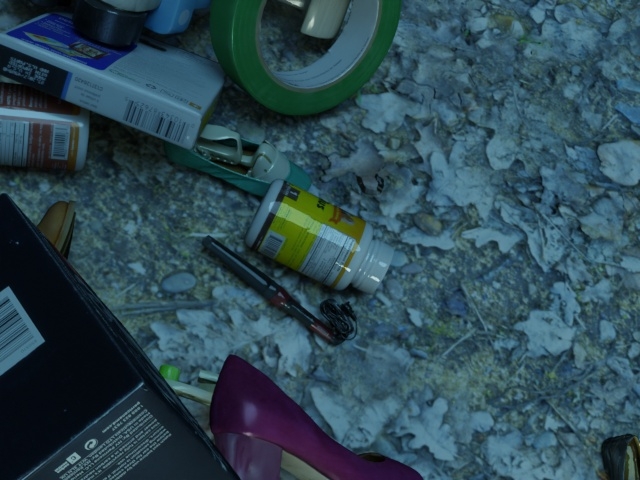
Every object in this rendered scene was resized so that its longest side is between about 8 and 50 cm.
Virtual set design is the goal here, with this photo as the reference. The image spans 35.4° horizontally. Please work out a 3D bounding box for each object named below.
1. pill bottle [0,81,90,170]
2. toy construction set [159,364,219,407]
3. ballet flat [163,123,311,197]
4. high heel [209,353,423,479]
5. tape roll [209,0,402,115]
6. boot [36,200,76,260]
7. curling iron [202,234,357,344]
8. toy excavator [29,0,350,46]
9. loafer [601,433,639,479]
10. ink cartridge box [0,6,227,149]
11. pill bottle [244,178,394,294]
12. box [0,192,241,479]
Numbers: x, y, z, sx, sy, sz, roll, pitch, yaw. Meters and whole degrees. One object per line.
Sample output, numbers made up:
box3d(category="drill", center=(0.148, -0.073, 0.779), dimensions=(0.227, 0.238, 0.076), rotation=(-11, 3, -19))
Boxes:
box3d(category="pill bottle", center=(-0.451, -0.169, 1.462), dimensions=(0.216, 0.121, 0.121), rotation=(4, 64, -17))
box3d(category="toy construction set", center=(-0.190, 0.290, 1.314), dimensions=(0.215, 0.151, 0.328), rotation=(9, 52, 13))
box3d(category="ballet flat", center=(-0.124, -0.129, 1.574), dimensions=(0.247, 0.087, 0.083), rotation=(17, 60, -11))
box3d(category="high heel", center=(0.013, 0.261, 1.345), dimensions=(0.377, 0.127, 0.181), rotation=(17, 69, -46))
box3d(category="tape roll", center=(-0.019, -0.361, 1.594), dimensions=(0.321, 0.321, 0.077), rotation=(-21, 40, -26))
box3d(category="boot", center=(-0.476, 0.032, 1.380), dimensions=(0.220, 0.109, 0.283), rotation=(22, 68, -3))
box3d(category="curling iron", center=(-0.062, 0.073, 1.529), dimensions=(0.274, 0.035, 0.068), rotation=(30, 55, -4))
box3d(category="toy excavator", center=(-0.210, -0.451, 1.628), dimensions=(0.433, 0.222, 0.445), rotation=(31, 29, 17))
box3d(category="loafer", center=(0.483, 0.384, 1.551), dimensions=(0.062, 0.061, 0.170), rotation=(-3, 67, -21))
box3d(category="ink cartridge box", center=(-0.303, -0.257, 1.522), dimensions=(0.303, 0.072, 0.307), rotation=(20, 19, -4))
box3d(category="pill bottle", center=(0.000, 0.000, 1.537), dimensions=(0.215, 0.117, 0.117), rotation=(27, 60, -6))
box3d(category="box", center=(-0.280, 0.173, 1.126), dimensions=(0.179, 0.312, 0.343), rotation=(-38, 53, -10))
